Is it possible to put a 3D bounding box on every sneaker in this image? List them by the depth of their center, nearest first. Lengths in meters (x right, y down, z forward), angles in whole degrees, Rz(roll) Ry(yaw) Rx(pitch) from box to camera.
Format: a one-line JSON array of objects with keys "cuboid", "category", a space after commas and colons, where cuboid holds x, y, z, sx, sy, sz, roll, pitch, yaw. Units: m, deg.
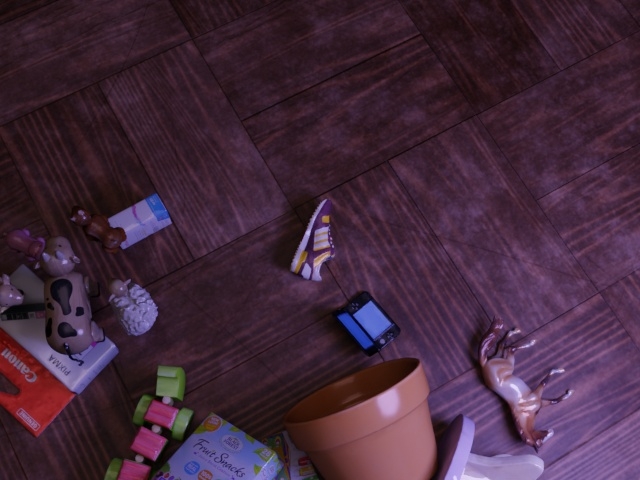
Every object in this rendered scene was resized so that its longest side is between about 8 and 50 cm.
[{"cuboid": [0.000, 0.000, 1.780, 0.084, 0.069, 0.185, 25, 78, -4], "category": "sneaker"}]

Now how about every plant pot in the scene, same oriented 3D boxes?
[{"cuboid": [0.098, 0.377, 1.558, 0.290, 0.291, 0.203, -24, 90, -10], "category": "plant pot"}]

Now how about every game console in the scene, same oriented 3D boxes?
[{"cuboid": [0.099, 0.175, 1.719, 0.107, 0.071, 0.122, -38, 78, -14], "category": "game console"}]

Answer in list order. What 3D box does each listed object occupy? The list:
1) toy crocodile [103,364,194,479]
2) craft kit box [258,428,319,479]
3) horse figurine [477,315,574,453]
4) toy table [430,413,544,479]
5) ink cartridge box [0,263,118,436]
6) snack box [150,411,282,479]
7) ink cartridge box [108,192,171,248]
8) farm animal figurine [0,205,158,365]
[{"cuboid": [-0.342, 0.412, 1.598, 0.115, 0.105, 0.341, 20, 72, 4], "category": "toy crocodile"}, {"cuboid": [-0.114, 0.510, 1.551, 0.246, 0.061, 0.250, -24, 47, -8], "category": "craft kit box"}, {"cuboid": [0.416, 0.291, 1.702, 0.174, 0.066, 0.263, -36, 79, -20], "category": "horse figurine"}, {"cuboid": [0.293, 0.473, 1.554, 0.161, 0.252, 0.274, 29, 42, 4], "category": "toy table"}, {"cuboid": [-0.600, 0.224, 1.673, 0.275, 0.060, 0.239, 39, 73, 9], "category": "ink cartridge box"}, {"cuboid": [-0.206, 0.454, 1.537, 0.174, 0.070, 0.207, 23, 53, 31], "category": "snack box"}, {"cuboid": [-0.392, -0.041, 1.754, 0.122, 0.088, 0.052, -31, 77, -12], "category": "ink cartridge box"}, {"cuboid": [-0.527, 0.087, 1.589, 0.330, 0.172, 0.327, -26, 79, -4], "category": "farm animal figurine"}]
